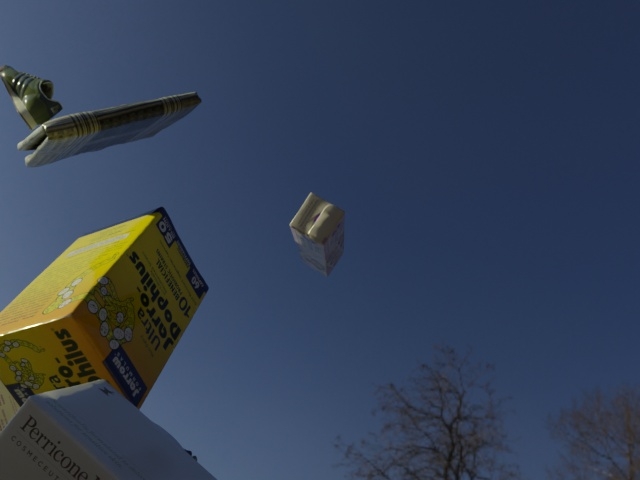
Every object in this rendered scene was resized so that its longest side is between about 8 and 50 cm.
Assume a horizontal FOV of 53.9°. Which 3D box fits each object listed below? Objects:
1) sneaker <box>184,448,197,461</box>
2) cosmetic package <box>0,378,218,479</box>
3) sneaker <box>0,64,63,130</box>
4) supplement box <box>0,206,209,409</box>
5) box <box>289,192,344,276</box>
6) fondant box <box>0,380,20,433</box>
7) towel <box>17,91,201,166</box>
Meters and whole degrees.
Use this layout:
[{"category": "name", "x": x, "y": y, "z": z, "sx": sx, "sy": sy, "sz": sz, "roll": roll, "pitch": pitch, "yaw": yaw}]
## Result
[{"category": "sneaker", "x": -0.178, "y": 0.370, "z": 0.856, "sx": 0.226, "sy": 0.163, "sz": 0.086, "roll": -7, "pitch": -27, "yaw": 30}, {"category": "cosmetic package", "x": -0.273, "y": 0.333, "z": 0.573, "sx": 0.197, "sy": 0.365, "sz": 0.155, "roll": 36, "pitch": -2, "yaw": 9}, {"category": "sneaker", "x": -0.594, "y": -0.308, "z": 1.301, "sx": 0.086, "sy": 0.192, "sz": 0.064, "roll": -31, "pitch": -30, "yaw": -13}, {"category": "supplement box", "x": -0.366, "y": 0.122, "z": 1.078, "sx": 0.195, "sy": 0.356, "sz": 0.194, "roll": -16, "pitch": -65, "yaw": 18}, {"category": "box", "x": 0.000, "y": 0.000, "z": 1.103, "sx": 0.063, "sy": 0.067, "sz": 0.324, "roll": 31, "pitch": -10, "yaw": 8}, {"category": "fondant box", "x": -0.705, "y": 0.349, "z": 1.200, "sx": 0.096, "sy": 0.330, "sz": 0.238, "roll": -13, "pitch": -85, "yaw": 48}, {"category": "towel", "x": -0.439, "y": -0.232, "z": 1.288, "sx": 0.324, "sy": 0.312, "sz": 0.056, "roll": -8, "pitch": -77, "yaw": 57}]
